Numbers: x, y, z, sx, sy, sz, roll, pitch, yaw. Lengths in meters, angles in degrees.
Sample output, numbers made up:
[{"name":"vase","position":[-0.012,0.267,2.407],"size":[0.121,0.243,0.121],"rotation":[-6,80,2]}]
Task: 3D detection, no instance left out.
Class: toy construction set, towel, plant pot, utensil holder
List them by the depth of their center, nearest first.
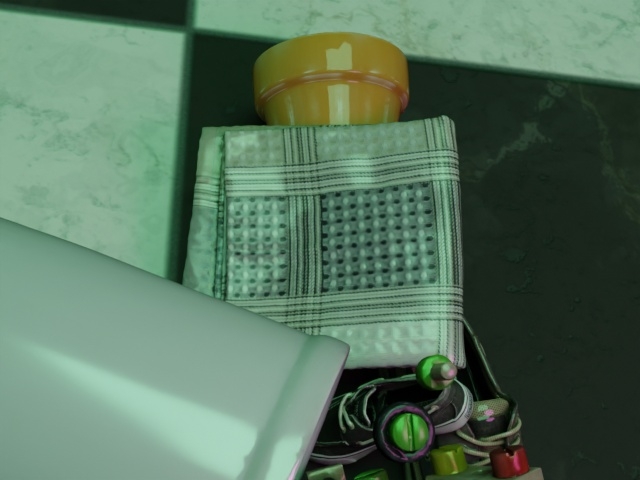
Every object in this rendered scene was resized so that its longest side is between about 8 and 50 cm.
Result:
[{"name":"utensil holder","position":[-0.207,0.183,1.061],"size":[0.386,0.327,0.327],"rotation":[21,55,4]},{"name":"toy construction set","position":[0.105,0.314,1.111],"size":[0.257,0.237,0.309],"rotation":[-41,92,-15]},{"name":"towel","position":[0.000,0.000,1.258],"size":[0.324,0.056,0.312],"rotation":[-2,71,9]},{"name":"plant pot","position":[0.017,-0.138,1.415],"size":[0.205,0.205,0.187],"rotation":[1,72,-12]}]

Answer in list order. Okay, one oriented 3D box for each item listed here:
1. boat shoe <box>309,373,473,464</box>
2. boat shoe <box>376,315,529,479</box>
[{"name":"boat shoe","position":[0.055,0.187,1.197],"size":[0.219,0.070,0.077],"rotation":[-22,55,26]},{"name":"boat shoe","position":[0.158,0.223,1.231],"size":[0.132,0.130,0.355],"rotation":[-13,60,-20]}]
